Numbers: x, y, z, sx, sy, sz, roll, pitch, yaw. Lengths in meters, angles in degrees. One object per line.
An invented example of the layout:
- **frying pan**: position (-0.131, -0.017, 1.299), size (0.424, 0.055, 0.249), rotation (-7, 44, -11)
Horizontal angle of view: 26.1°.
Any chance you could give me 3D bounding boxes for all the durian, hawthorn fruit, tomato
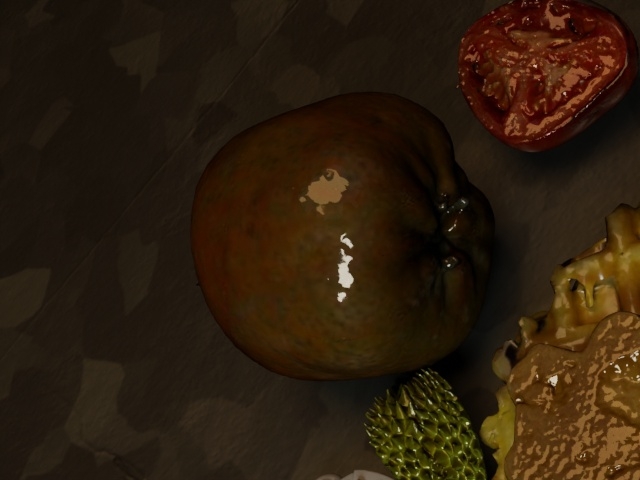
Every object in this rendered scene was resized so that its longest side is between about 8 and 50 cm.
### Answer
- **durian**: position (0.094, 0.175, 1.217), size (0.086, 0.100, 0.215), rotation (-32, 41, 2)
- **hawthorn fruit**: position (0.000, 0.000, 1.288), size (0.301, 0.268, 0.267), rotation (-8, 58, 31)
- **tomato**: position (0.228, -0.167, 1.365), size (0.166, 0.082, 0.174), rotation (-40, 51, 12)

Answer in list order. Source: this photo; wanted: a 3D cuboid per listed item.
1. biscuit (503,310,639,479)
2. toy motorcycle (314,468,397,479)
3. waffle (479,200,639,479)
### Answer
- **biscuit**: position (0.261, 0.141, 1.065), size (0.249, 0.035, 0.184), rotation (-10, 64, 28)
- **toy motorcycle**: position (0.007, 0.281, 1.228), size (0.260, 0.110, 0.171), rotation (-27, 33, 27)
- **waffle**: position (0.320, 0.139, 1.103), size (0.379, 0.095, 0.382), rotation (-51, 49, -2)
